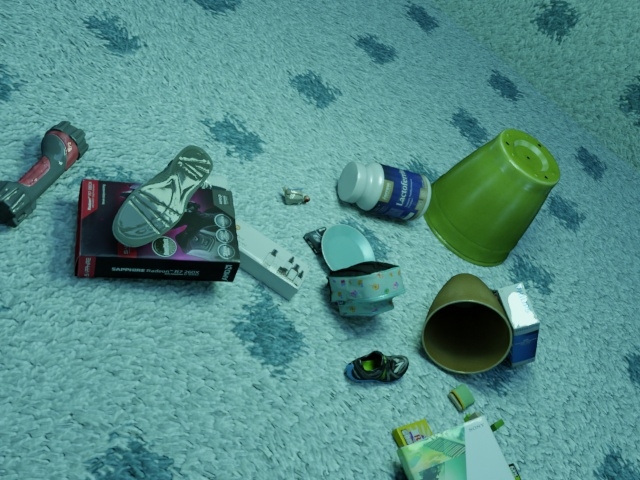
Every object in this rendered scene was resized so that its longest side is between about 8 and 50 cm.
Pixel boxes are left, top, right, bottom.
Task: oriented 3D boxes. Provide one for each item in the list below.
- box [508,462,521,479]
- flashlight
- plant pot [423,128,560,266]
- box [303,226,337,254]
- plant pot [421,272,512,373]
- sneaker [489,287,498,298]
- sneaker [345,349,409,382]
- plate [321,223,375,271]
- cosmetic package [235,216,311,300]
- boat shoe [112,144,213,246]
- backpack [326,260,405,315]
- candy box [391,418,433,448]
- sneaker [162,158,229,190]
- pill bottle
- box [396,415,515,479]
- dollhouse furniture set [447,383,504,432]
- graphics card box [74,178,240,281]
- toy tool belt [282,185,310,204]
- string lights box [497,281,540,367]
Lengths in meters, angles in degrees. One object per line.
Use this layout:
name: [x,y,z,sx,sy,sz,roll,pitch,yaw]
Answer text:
box: [0.442,0.653,1.687,0.184,0.045,0.191,-1,59,-42]
flashlight: [-0.667,-0.165,1.639,0.103,0.103,0.304,14,42,13]
plant pot: [0.579,-0.162,2.284,0.366,0.353,0.367,19,45,-20]
box: [0.000,0.000,1.999,0.083,0.018,0.067,-20,67,-43]
plant pot: [0.407,0.202,1.966,0.237,0.237,0.254,31,29,-7]
sneaker: [0.540,0.185,2.165,0.157,0.065,0.061,18,46,-20]
sneaker: [0.155,0.320,1.778,0.188,0.078,0.067,3,52,-33]
plate: [0.076,0.041,1.994,0.188,0.024,0.188,19,55,-29]
cosmetic package: [-0.149,0.047,1.828,0.239,0.060,0.099,34,41,-4]
boat shoe: [-0.368,-0.095,1.616,0.118,0.103,0.320,41,52,-13]
backpack: [0.128,0.126,1.848,0.165,0.188,0.145,-10,85,-40]
candy box: [0.261,0.541,1.693,0.105,0.027,0.206,-4,57,-40]
sneaker: [-0.324,-0.168,1.829,0.234,0.153,0.094,-5,58,-36]
pill bottle: [0.198,-0.157,2.172,0.264,0.153,0.153,11,48,-25]
box: [0.344,0.593,1.606,0.232,0.058,0.322,-16,65,-17]
dollhouse furniture set: [0.414,0.444,1.858,0.076,0.059,0.152,-18,65,-43]
graphics card box: [-0.386,-0.021,1.665,0.370,0.094,0.233,5,51,-20]
toy tool belt: [-0.071,-0.137,2.049,0.083,0.052,0.051,-4,64,-37]
string lights box: [0.562,0.245,1.992,0.076,0.260,0.133,-16,54,3]
